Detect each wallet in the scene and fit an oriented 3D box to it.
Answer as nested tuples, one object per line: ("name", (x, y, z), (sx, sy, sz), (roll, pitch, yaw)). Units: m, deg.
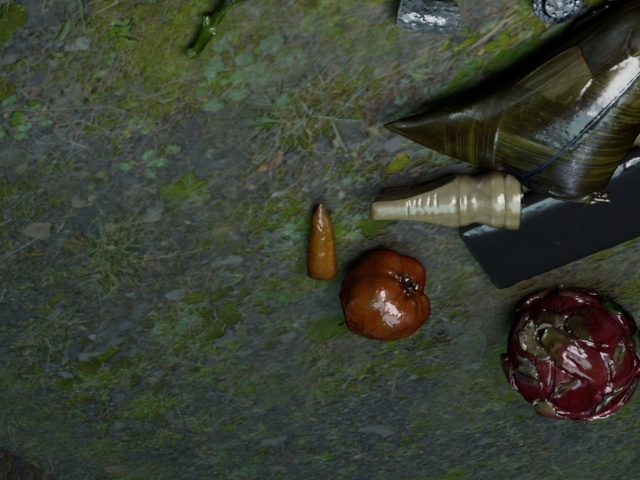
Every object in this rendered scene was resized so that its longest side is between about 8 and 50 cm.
("wallet", (0.518, -0.039, 1.733), (0.406, 0.062, 0.228), (-24, 128, 22))

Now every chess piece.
("chess piece", (0.251, -0.078, 1.640), (0.301, 0.137, 0.137), (-2, 134, 8))

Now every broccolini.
("broccolini", (-0.172, -0.386, 1.416), (0.058, 0.067, 0.216), (49, 127, 9))

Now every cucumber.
("cucumber", (0.184, -0.386, 1.402), (0.112, 0.064, 0.064), (7, 134, -5))

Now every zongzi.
("zongzi", (0.370, -0.273, 1.416), (0.432, 0.208, 0.403), (16, 133, -7))

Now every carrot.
("carrot", (0.000, 0.000, 1.781), (0.072, 0.072, 0.205), (-1, 132, 3))

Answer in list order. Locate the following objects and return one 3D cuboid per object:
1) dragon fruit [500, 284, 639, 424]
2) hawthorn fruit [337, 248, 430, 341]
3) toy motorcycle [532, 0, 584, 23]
("dragon fruit", (0.578, 0.259, 1.856), (0.329, 0.329, 0.329), (1, 134, 1))
("hawthorn fruit", (0.123, 0.142, 1.830), (0.207, 0.207, 0.243), (30, 136, -25))
("toy motorcycle", (0.394, -0.485, 1.272), (0.173, 0.108, 0.307), (19, 130, -9))
